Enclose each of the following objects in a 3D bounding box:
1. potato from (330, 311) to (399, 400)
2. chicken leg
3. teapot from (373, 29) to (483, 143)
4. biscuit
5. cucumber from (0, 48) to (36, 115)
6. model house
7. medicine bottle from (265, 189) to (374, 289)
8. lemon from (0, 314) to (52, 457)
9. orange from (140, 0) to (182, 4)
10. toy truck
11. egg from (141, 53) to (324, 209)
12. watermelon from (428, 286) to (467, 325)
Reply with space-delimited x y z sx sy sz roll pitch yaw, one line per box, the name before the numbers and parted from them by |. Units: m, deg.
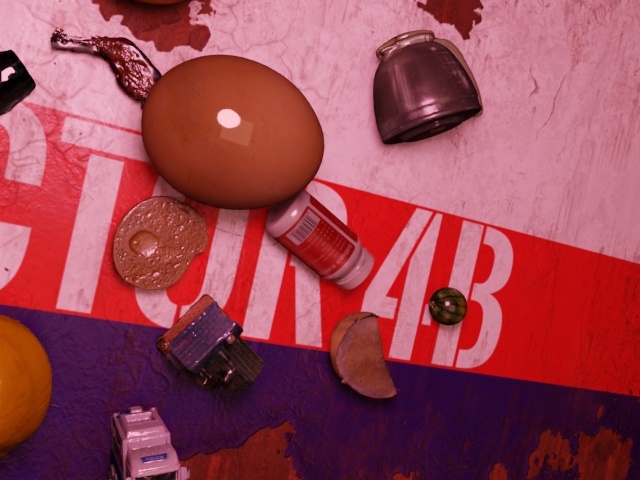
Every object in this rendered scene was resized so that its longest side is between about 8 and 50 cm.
potato | 0.088 0.283 1.632 0.138 0.098 0.243 -22 110 -17
chicken leg | -0.414 -0.360 1.364 0.253 0.051 0.106 31 88 -21
teapot | 0.264 -0.372 1.572 0.322 0.239 0.239 -16 89 -17
biscuit | -0.346 0.003 1.431 0.181 0.049 0.208 40 79 -23
cucumber | -0.636 -0.280 1.259 0.193 0.086 0.115 -38 107 -23
model house | -0.224 0.239 1.445 0.166 0.172 0.183 -46 112 -15
medicine bottle | 0.000 0.000 1.543 0.250 0.131 0.131 41 79 -23
lemon | -0.616 0.259 1.241 0.236 0.236 0.263 -1 126 -24
orange | -0.303 -0.580 1.269 0.274 0.274 0.274 -3 97 -24
toy truck | -0.351 0.443 1.357 0.124 0.268 0.155 -3 95 -25
egg | -0.167 -0.211 1.351 0.374 0.301 0.301 7 93 -26
watermelon | 0.321 0.167 1.726 0.109 0.109 0.109 -3 97 -24
